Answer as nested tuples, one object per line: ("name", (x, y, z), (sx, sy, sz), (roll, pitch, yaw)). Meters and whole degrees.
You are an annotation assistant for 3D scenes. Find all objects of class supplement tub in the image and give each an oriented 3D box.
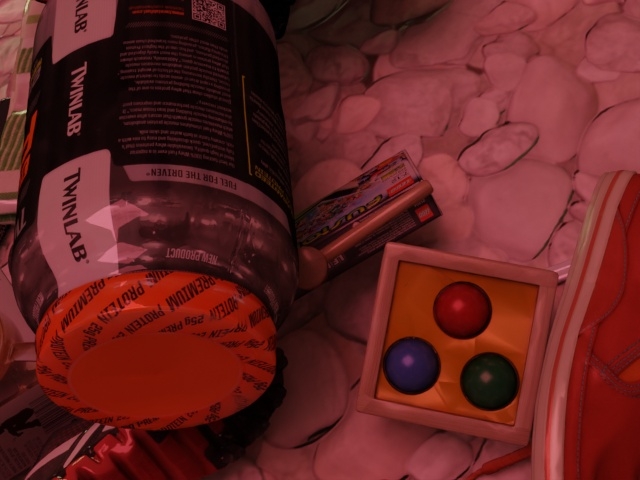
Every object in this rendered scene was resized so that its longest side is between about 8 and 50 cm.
("supplement tub", (-0.125, -0.042, 0.822), (0.207, 0.207, 0.338), (-18, 51, 14))

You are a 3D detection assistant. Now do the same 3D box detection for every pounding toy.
("pounding toy", (0.068, 0.041, 0.807), (0.206, 0.094, 0.181), (10, 90, 8))

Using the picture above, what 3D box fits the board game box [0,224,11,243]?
("board game box", (-0.416, 0.035, 1.095), (0.126, 0.026, 0.186), (18, 67, 10))

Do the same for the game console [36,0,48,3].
("game console", (-0.102, -0.327, 1.021), (0.386, 0.060, 0.342), (-6, 39, -8))

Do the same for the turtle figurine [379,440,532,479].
("turtle figurine", (0.060, 0.258, 0.768), (0.269, 0.087, 0.217), (-23, 57, 11))

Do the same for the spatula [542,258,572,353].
("spatula", (0.262, 0.054, 0.830), (0.242, 0.019, 0.168), (-22, 59, 11))

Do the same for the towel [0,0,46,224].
("towel", (-0.213, -0.170, 1.128), (0.247, 0.038, 0.325), (-5, 60, 11))

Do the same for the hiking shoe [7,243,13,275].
("hiking shoe", (-0.177, -0.001, 1.002), (0.226, 0.114, 0.086), (-14, 84, -16))

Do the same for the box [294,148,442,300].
("box", (0.000, 0.000, 0.923), (0.207, 0.036, 0.114), (-31, 17, 6))

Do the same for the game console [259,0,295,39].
("game console", (-0.163, -0.318, 1.078), (0.293, 0.250, 0.173), (17, 100, 21))

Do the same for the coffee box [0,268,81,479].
("coffee box", (-0.375, 0.159, 0.932), (0.297, 0.119, 0.168), (-32, 59, -18))

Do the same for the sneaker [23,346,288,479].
("sneaker", (-0.151, 0.171, 0.893), (0.276, 0.098, 0.135), (-41, 23, -21))

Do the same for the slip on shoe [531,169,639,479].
("slip on shoe", (0.217, 0.101, 0.755), (0.101, 0.123, 0.331), (9, 66, 26))

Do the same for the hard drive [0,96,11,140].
("hard drive", (-0.318, -0.098, 1.156), (0.094, 0.022, 0.135), (-4, 63, 21))
